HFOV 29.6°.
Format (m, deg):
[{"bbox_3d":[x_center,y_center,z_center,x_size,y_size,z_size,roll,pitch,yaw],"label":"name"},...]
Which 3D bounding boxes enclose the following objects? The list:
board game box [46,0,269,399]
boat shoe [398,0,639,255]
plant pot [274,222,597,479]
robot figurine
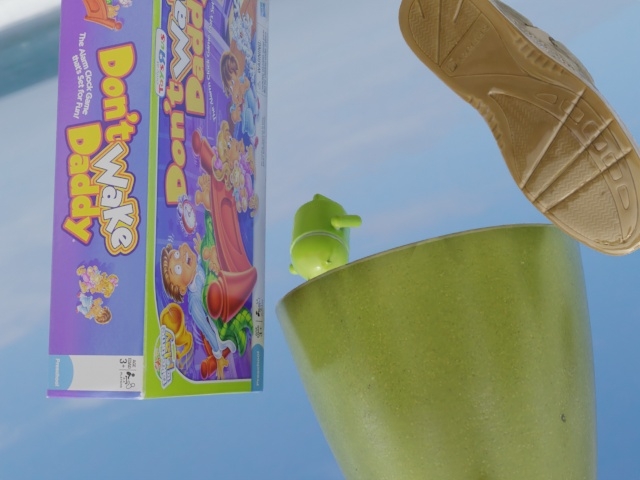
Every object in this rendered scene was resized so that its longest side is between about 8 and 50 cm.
[{"bbox_3d":[-0.118,-0.051,0.954,0.078,0.347,0.233,-1,175,18],"label":"board game box"},{"bbox_3d":[0.181,-0.111,0.970,0.098,0.277,0.096,-45,164,31],"label":"boat shoe"},{"bbox_3d":[0.127,0.168,1.037,0.274,0.294,0.275,-13,166,-3],"label":"plant pot"},{"bbox_3d":[0.000,0.000,1.366,0.101,0.067,0.115,-47,-155,34],"label":"robot figurine"}]
